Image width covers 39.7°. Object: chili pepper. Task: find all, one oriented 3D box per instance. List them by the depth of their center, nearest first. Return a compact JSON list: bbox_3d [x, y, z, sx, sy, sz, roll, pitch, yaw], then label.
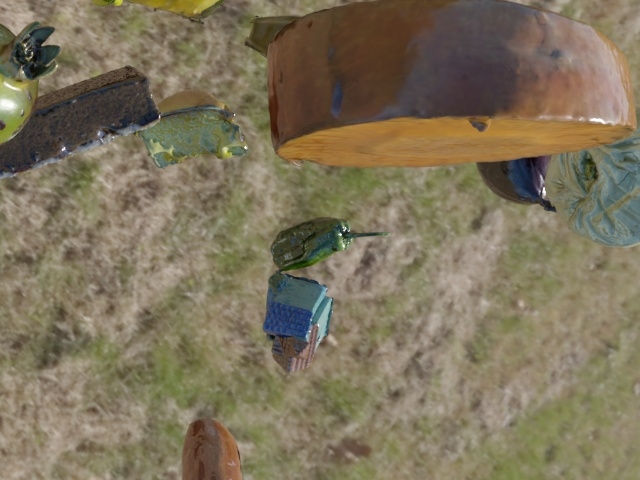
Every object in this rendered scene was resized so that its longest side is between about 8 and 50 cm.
[{"bbox_3d":[0.000,-0.002,1.416,0.073,0.204,0.072,-31,100,-55],"label":"chili pepper"}]

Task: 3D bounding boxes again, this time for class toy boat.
[{"bbox_3d":[-0.004,-0.217,1.010,0.072,0.206,0.064,13,100,-51],"label":"toy boat"}]

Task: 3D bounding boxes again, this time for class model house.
[{"bbox_3d":[-0.051,0.155,1.491,0.149,0.119,0.148,-69,171,-59],"label":"model house"}]

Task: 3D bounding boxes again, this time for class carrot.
[{"bbox_3d":[0.109,-0.108,0.722,0.307,0.258,0.100,5,85,-19],"label":"carrot"}]

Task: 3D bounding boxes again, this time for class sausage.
[{"bbox_3d":[-0.144,0.414,1.192,0.094,0.419,0.094,10,128,-16],"label":"sausage"}]

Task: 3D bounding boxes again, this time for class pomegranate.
[{"bbox_3d":[-0.476,-0.240,1.235,0.246,0.198,0.198,-46,144,23],"label":"pomegranate"}]

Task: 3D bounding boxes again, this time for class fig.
[{"bbox_3d":[0.393,-0.134,1.697,0.203,0.186,0.250,24,51,-37],"label":"fig"}]

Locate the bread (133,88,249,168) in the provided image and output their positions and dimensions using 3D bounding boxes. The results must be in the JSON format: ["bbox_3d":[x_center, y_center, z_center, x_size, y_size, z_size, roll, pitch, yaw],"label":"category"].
[{"bbox_3d":[-0.284,-0.270,2.035,0.174,0.251,0.133,63,27,-42],"label":"bread"}]

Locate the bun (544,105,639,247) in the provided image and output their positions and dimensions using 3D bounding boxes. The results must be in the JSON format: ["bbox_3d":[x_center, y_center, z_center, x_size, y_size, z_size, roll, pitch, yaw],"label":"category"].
[{"bbox_3d":[0.446,-0.102,1.360,0.145,0.229,0.230,4,108,-41],"label":"bun"}]

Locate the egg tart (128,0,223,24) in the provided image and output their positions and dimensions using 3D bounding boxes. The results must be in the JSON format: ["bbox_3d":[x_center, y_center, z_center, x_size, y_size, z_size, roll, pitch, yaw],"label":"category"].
[{"bbox_3d":[-0.183,-0.300,0.924,0.294,0.294,0.116,7,106,-47],"label":"egg tart"}]

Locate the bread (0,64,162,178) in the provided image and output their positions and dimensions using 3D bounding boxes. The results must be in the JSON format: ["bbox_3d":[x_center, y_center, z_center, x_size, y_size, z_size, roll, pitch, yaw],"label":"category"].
[{"bbox_3d":[-0.500,-0.194,1.589,0.416,0.165,0.113,-22,111,-12],"label":"bread"}]

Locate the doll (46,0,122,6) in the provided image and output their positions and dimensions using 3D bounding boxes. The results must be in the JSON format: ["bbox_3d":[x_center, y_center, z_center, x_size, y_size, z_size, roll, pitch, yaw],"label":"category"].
[{"bbox_3d":[-0.444,-0.494,1.610,0.241,0.098,0.135,16,74,-51],"label":"doll"}]
